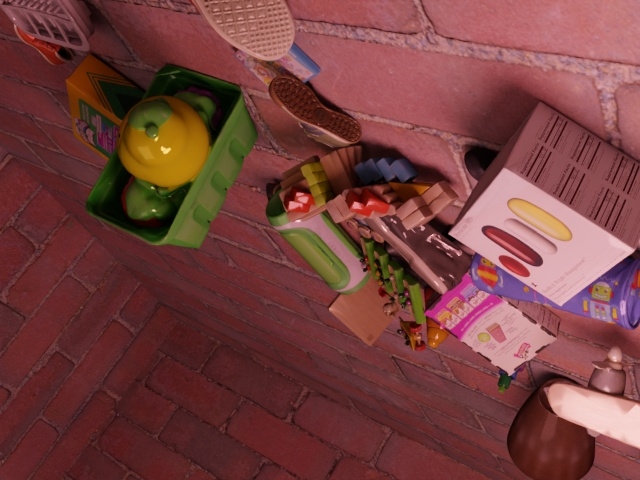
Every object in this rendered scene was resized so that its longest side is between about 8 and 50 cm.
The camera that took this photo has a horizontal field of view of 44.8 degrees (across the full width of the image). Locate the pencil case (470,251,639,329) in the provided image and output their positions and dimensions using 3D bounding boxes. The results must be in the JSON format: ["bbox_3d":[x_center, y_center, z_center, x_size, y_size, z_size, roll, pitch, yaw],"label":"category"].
[{"bbox_3d":[0.411,0.061,1.338,0.306,0.119,0.133,15,-166,42],"label":"pencil case"}]

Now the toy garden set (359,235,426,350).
[{"bbox_3d":[0.158,0.127,1.768,0.244,0.049,0.204,47,157,54],"label":"toy garden set"}]

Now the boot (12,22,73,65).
[{"bbox_3d":[-0.670,-0.487,1.886,0.084,0.059,0.158,14,160,38],"label":"boot"}]

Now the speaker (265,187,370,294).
[{"bbox_3d":[0.000,0.000,1.841,0.131,0.131,0.296,9,148,51],"label":"speaker"}]

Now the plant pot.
[{"bbox_3d":[0.570,0.442,1.886,0.215,0.215,0.230,23,144,28],"label":"plant pot"}]

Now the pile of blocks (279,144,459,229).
[{"bbox_3d":[0.063,-0.098,1.427,0.362,0.149,0.112,3,-169,30],"label":"pile of blocks"}]

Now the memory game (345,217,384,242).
[{"bbox_3d":[0.083,-0.062,1.712,0.186,0.012,0.186,34,159,15],"label":"memory game"}]

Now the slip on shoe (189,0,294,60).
[{"bbox_3d":[-0.174,-0.411,1.212,0.331,0.123,0.101,38,-177,-11],"label":"slip on shoe"}]

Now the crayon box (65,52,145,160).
[{"bbox_3d":[-0.491,-0.279,2.004,0.313,0.106,0.363,37,160,-3],"label":"crayon box"}]

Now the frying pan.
[{"bbox_3d":[0.250,0.055,1.695,0.197,0.053,0.326,40,162,-20],"label":"frying pan"}]

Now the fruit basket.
[{"bbox_3d":[-0.318,-0.184,1.559,0.283,0.392,0.392,23,157,30],"label":"fruit basket"}]

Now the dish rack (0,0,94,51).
[{"bbox_3d":[-0.623,-0.556,1.622,0.285,0.072,0.333,22,157,33],"label":"dish rack"}]

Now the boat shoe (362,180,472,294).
[{"bbox_3d":[0.161,-0.040,1.548,0.335,0.095,0.112,47,173,2],"label":"boat shoe"}]

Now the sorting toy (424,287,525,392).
[{"bbox_3d":[0.351,0.249,1.799,0.365,0.126,0.127,39,154,-32],"label":"sorting toy"}]

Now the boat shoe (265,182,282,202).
[{"bbox_3d":[-0.098,-0.090,1.903,0.049,0.056,0.152,30,151,28],"label":"boat shoe"}]

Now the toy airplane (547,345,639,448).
[{"bbox_3d":[0.655,0.326,1.346,0.386,0.272,0.384,49,127,-3],"label":"toy airplane"}]

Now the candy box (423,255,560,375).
[{"bbox_3d":[0.359,0.159,1.628,0.233,0.071,0.159,37,130,-3],"label":"candy box"}]

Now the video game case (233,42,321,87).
[{"bbox_3d":[-0.080,-0.320,1.391,0.119,0.015,0.166,41,159,-18],"label":"video game case"}]

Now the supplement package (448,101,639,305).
[{"bbox_3d":[0.333,-0.048,1.121,0.203,0.149,0.194,33,148,3],"label":"supplement package"}]

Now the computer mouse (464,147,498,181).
[{"bbox_3d":[0.336,-0.071,1.269,0.242,0.041,0.071,33,160,3],"label":"computer mouse"}]

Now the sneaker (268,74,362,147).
[{"bbox_3d":[-0.022,-0.225,1.422,0.192,0.064,0.086,30,162,-18],"label":"sneaker"}]

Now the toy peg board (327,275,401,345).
[{"bbox_3d":[0.112,0.154,1.993,0.161,0.161,0.079,43,174,-22],"label":"toy peg board"}]
